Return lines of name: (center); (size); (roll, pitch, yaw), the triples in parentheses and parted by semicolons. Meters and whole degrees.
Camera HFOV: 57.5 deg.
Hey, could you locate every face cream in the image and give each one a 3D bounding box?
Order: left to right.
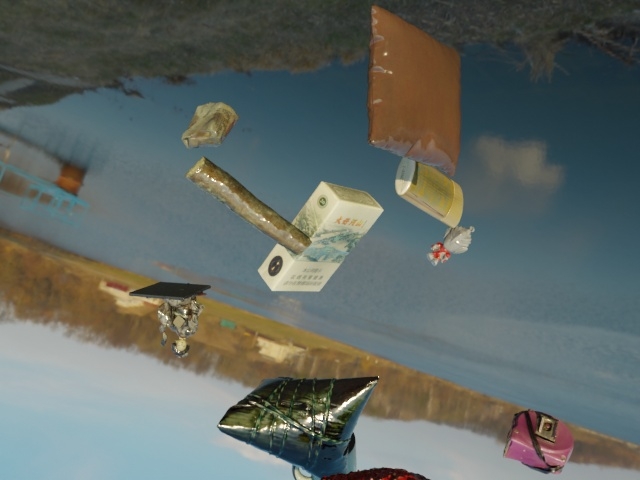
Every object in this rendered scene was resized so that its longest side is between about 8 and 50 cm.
face cream: (0.335, -0.147, 1.748); (0.285, 0.139, 0.067); (25, 164, -40)

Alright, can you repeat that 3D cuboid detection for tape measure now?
tape measure: (0.415, 0.383, 1.107); (0.118, 0.074, 0.125); (18, -150, 16)

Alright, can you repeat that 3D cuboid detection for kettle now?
kettle: (0.014, 0.743, 1.931); (0.222, 0.236, 0.161); (-6, -149, 0)

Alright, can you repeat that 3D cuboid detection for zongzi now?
zongzi: (-0.023, 0.455, 1.589); (0.384, 0.362, 0.319); (30, -164, 5)

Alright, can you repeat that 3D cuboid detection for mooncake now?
mooncake: (-0.283, -0.290, 1.510); (0.130, 0.125, 0.073); (1, 148, 37)

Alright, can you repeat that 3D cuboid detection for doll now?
doll: (0.427, 0.012, 1.908); (0.094, 0.180, 0.079); (55, -166, 18)

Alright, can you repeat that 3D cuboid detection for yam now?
yam: (-0.136, -0.062, 1.132); (0.274, 0.061, 0.061); (38, 165, -13)

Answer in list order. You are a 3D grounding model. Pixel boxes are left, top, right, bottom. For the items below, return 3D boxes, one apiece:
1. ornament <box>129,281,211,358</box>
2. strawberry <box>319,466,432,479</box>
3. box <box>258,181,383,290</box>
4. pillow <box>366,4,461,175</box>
ornament: (-0.376, 0.217, 1.510); (0.167, 0.195, 0.153); (2, -171, 15)
strawberry: (0.118, 0.675, 1.345); (0.352, 0.311, 0.267); (16, 150, -8)
box: (0.000, 0.000, 1.271); (0.164, 0.256, 0.069); (6, -142, -50)
pillow: (0.207, -0.317, 1.285); (0.306, 0.307, 0.108); (8, 171, -43)
